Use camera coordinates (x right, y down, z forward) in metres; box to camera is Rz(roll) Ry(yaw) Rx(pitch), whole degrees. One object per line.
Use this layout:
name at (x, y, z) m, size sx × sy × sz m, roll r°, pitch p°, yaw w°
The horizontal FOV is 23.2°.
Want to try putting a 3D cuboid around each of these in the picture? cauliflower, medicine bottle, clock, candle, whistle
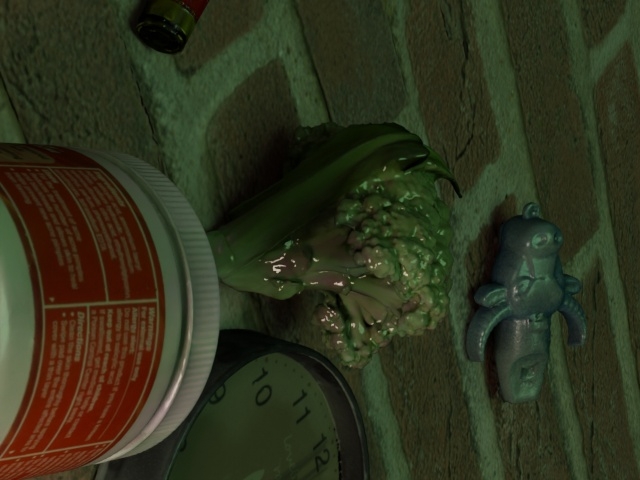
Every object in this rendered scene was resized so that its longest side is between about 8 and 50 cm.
cauliflower at (0.000, 0.000, 1.552) m, size 0.239 × 0.315 × 0.256 m, roll 100°, pitch -24°, yaw -68°
medicine bottle at (-0.241, 0.053, 1.149) m, size 0.241 × 0.253 × 0.252 m, roll 0°, pitch 95°, yaw -55°
clock at (-0.080, 0.282, 1.570) m, size 0.386 × 0.076 × 0.386 m, roll -13°, pitch 106°, yaw -53°
candle at (-0.124, -0.237, 1.445) m, size 0.052 × 0.052 × 0.130 m, roll 51°, pitch 55°, yaw -46°
whistle at (0.266, 0.083, 2.017) m, size 0.180 × 0.093 × 0.269 m, roll -8°, pitch 103°, yaw -30°
